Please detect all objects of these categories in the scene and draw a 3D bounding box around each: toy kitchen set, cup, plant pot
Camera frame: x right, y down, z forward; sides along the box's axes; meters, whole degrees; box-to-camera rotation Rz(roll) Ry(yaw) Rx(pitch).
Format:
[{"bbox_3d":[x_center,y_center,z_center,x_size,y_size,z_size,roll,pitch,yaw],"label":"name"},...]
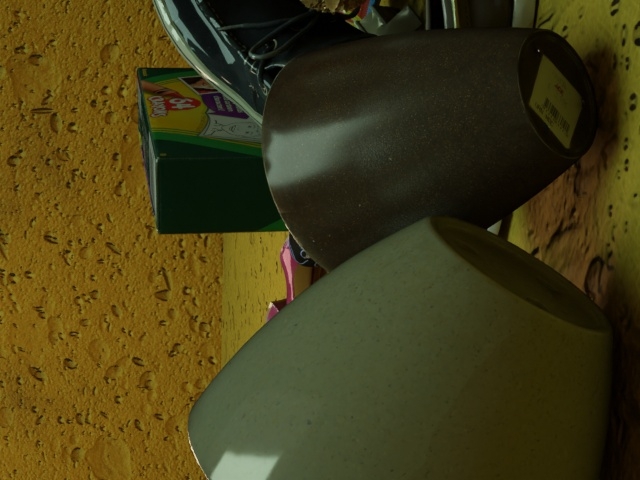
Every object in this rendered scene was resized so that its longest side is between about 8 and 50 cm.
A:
[{"bbox_3d":[0.102,-0.252,1.847,0.068,0.075,0.083,-42,75,25],"label":"toy kitchen set"},{"bbox_3d":[0.097,0.122,1.204,0.237,0.331,0.331,-59,20,15],"label":"cup"},{"bbox_3d":[0.107,-0.090,1.281,0.230,0.215,0.215,-16,69,42],"label":"plant pot"}]

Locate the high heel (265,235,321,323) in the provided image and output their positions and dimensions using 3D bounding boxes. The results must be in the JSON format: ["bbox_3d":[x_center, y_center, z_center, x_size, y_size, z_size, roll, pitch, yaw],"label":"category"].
[{"bbox_3d":[-0.014,0.076,2.375,0.117,0.082,0.244,44,125,32],"label":"high heel"}]

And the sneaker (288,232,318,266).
[{"bbox_3d":[0.000,0.000,2.211,0.232,0.081,0.090,114,162,-62],"label":"sneaker"}]

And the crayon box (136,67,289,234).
[{"bbox_3d":[-0.063,-0.124,1.928,0.363,0.313,0.106,-114,23,-65],"label":"crayon box"}]

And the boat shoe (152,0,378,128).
[{"bbox_3d":[-0.015,-0.195,1.691,0.500,0.187,0.156,54,143,15],"label":"boat shoe"}]

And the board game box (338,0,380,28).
[{"bbox_3d":[-0.057,-0.386,1.836,0.308,0.302,0.086,102,-171,-76],"label":"board game box"}]

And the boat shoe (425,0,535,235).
[{"bbox_3d":[0.133,-0.120,1.469,0.116,0.097,0.324,-111,24,-63],"label":"boat shoe"}]

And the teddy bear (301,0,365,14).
[{"bbox_3d":[0.030,-0.405,1.565,0.245,0.113,0.338,-7,94,65],"label":"teddy bear"}]
